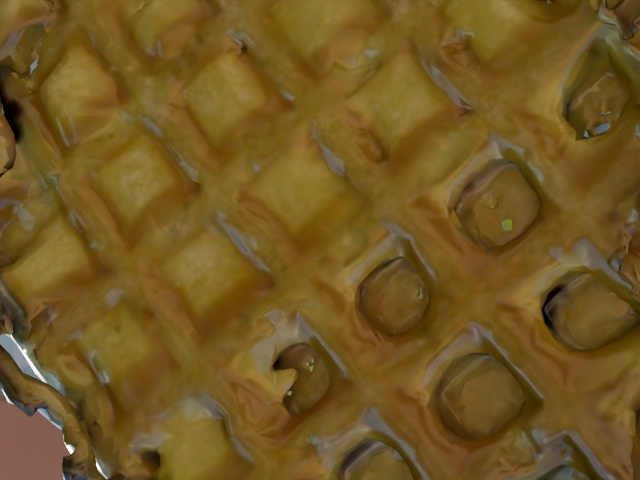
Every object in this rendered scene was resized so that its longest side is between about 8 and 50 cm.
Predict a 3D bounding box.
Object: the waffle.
[{"bbox_3d":[-0.001,0.000,0.572,0.280,0.262,0.060,3,177,21],"label":"waffle"}]
